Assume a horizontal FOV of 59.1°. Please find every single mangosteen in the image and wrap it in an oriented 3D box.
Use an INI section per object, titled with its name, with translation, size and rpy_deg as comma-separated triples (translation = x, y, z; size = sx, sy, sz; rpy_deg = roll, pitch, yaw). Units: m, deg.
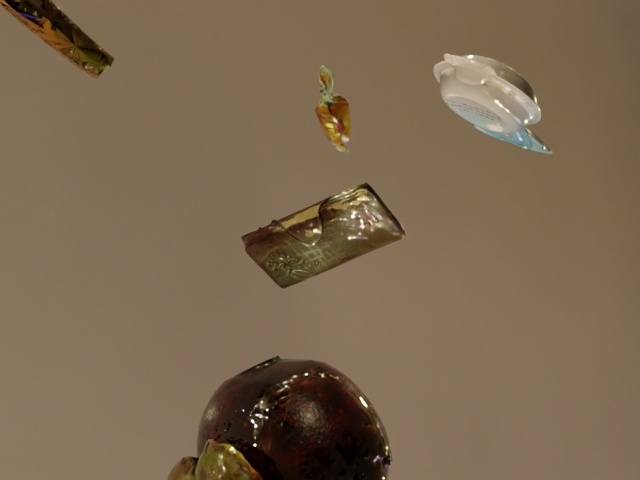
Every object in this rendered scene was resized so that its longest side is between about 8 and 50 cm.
[mangosteen]
translation = -0.079, 0.400, 1.041
size = 0.422, 0.381, 0.380
rpy_deg = -2, -102, -37

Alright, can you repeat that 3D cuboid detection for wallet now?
[wallet]
translation = 0.000, 0.000, 0.846
size = 0.122, 0.232, 0.031
rpy_deg = 48, -148, -34

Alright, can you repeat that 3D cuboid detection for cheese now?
[cheese]
translation = 0.214, -0.166, 0.698
size = 0.245, 0.135, 0.052
rpy_deg = 23, -83, -57

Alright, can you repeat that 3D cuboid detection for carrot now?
[carrot]
translation = -0.454, -0.366, 0.960
size = 0.229, 0.069, 0.068
rpy_deg = 42, -130, -42

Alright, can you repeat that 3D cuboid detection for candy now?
[candy]
translation = 0.020, -0.204, 0.933
size = 0.046, 0.053, 0.182
rpy_deg = -50, -29, -22
